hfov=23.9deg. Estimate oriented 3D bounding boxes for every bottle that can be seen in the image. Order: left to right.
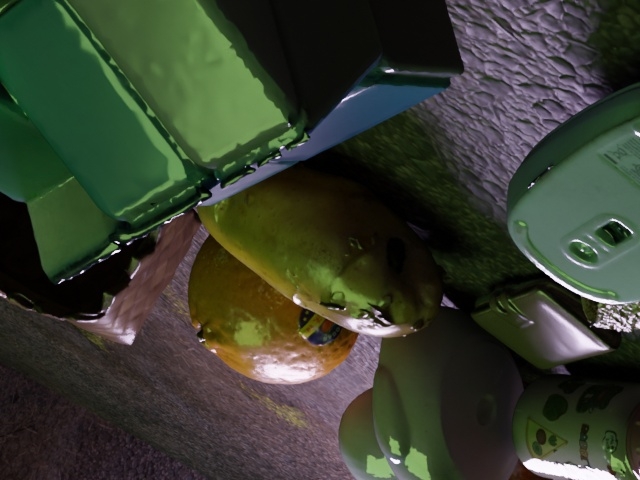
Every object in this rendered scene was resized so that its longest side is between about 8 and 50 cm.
[{"bbox_3d":[0.317,0.205,1.577,0.120,0.120,0.253,43,161,-22],"label":"bottle"}]

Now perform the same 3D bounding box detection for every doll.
[{"bbox_3d":[0.112,0.196,1.720,0.221,0.221,0.251,5,106,56],"label":"doll"}]

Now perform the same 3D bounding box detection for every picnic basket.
[{"bbox_3d":[-0.327,-0.037,1.861,0.291,0.254,0.321,27,171,23],"label":"picnic basket"}]

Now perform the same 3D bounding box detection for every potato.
[{"bbox_3d":[0.000,0.000,1.584,0.300,0.140,0.173,31,169,28],"label":"potato"}]

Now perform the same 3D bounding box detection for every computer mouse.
[{"bbox_3d":[0.248,-0.044,1.129,0.159,0.097,0.288,38,150,-6],"label":"computer mouse"}]

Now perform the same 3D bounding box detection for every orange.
[{"bbox_3d":[-0.054,0.069,1.780,0.219,0.193,0.219,41,178,2],"label":"orange"}]

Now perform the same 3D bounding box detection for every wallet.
[{"bbox_3d":[0.230,0.084,1.559,0.118,0.039,0.153,37,158,-13],"label":"wallet"}]

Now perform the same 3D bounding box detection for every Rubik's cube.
[{"bbox_3d":[-0.108,-0.189,1.007,0.387,0.368,0.358,-26,166,39],"label":"Rubik's cube"}]

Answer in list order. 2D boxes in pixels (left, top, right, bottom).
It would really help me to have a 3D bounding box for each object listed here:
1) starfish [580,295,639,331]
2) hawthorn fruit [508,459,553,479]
[{"bbox_3d":[0.282,0.026,1.329,0.277,0.062,0.236,34,156,15],"label":"starfish"},{"bbox_3d":[0.210,0.264,1.844,0.173,0.173,0.173,31,161,12],"label":"hawthorn fruit"}]
